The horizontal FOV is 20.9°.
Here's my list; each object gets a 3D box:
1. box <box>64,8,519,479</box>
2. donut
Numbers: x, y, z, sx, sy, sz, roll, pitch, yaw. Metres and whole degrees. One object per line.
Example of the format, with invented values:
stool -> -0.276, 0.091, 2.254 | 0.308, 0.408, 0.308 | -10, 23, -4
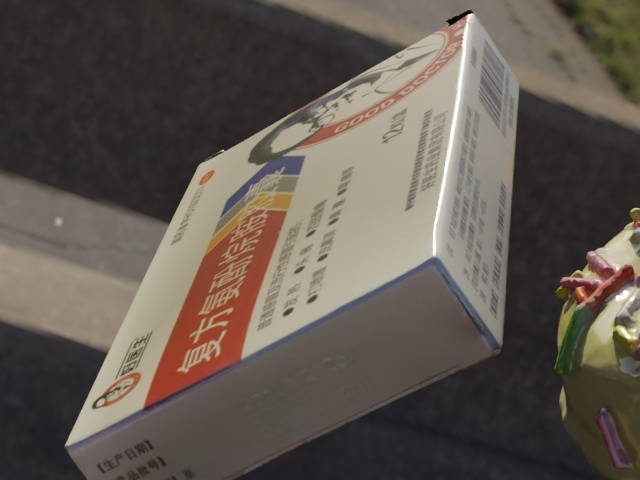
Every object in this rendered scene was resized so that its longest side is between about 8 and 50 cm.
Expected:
box -> 0.000, 0.000, 0.961 | 0.069, 0.214, 0.353 | 56, 20, -16
donut -> 0.331, 0.072, 1.304 | 0.371, 0.150, 0.307 | -2, 33, 44
